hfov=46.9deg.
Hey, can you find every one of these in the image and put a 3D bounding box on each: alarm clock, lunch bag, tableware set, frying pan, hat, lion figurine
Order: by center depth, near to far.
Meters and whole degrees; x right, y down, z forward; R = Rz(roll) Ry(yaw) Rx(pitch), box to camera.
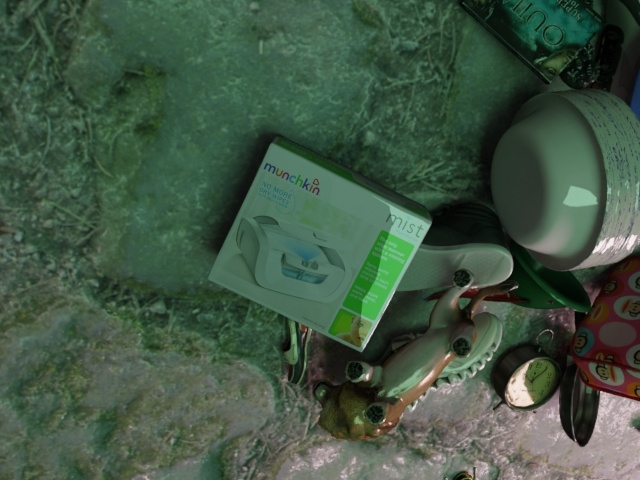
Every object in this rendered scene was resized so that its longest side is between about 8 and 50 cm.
[{"bbox_3d":[0.155,0.200,1.212,0.392,0.142,0.240,-33,161,2],"label":"lion figurine"},{"bbox_3d":[0.630,0.163,1.352,0.293,0.258,0.120,-47,125,-27],"label":"lunch bag"},{"bbox_3d":[0.354,0.110,1.355,0.183,0.208,0.173,-52,160,26],"label":"hat"},{"bbox_3d":[0.504,0.276,1.463,0.326,0.053,0.197,58,48,-38],"label":"frying pan"},{"bbox_3d":[0.417,0.257,1.471,0.129,0.064,0.192,10,112,-23],"label":"alarm clock"},{"bbox_3d":[0.277,0.552,1.579,0.154,0.024,0.104,-14,118,-13],"label":"tableware set"}]

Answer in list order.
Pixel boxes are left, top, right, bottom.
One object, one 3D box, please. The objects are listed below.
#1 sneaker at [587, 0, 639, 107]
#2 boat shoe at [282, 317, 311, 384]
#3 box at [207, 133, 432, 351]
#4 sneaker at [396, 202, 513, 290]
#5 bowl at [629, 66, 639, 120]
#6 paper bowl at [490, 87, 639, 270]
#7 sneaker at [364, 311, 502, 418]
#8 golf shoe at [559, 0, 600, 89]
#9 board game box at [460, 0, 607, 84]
[{"bbox_3d":[0.500,-0.288,1.233,0.108,0.100,0.271,-17,118,-6],"label":"sneaker"},{"bbox_3d":[-0.046,0.188,1.283,0.043,0.049,0.137,3,110,-17],"label":"boat shoe"},{"bbox_3d":[0.000,0.000,1.125,0.262,0.127,0.231,27,104,-4],"label":"box"},{"bbox_3d":[0.175,0.004,1.255,0.296,0.147,0.104,1,123,14],"label":"sneaker"},{"bbox_3d":[0.646,-0.258,1.238,0.391,0.077,0.391,-21,124,-35],"label":"bowl"},{"bbox_3d":[0.376,-0.093,1.169,0.148,0.284,0.284,-8,116,-15],"label":"paper bowl"},{"bbox_3d":[0.201,0.212,1.354,0.292,0.110,0.118,-33,110,-2],"label":"sneaker"},{"bbox_3d":[0.398,-0.341,1.193,0.077,0.094,0.198,-4,92,8],"label":"golf shoe"},{"bbox_3d":[0.326,-0.348,1.134,0.186,0.026,0.126,42,96,-1],"label":"board game box"}]
